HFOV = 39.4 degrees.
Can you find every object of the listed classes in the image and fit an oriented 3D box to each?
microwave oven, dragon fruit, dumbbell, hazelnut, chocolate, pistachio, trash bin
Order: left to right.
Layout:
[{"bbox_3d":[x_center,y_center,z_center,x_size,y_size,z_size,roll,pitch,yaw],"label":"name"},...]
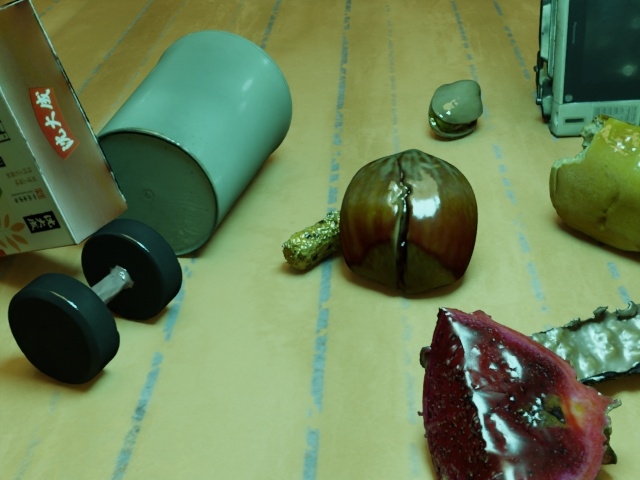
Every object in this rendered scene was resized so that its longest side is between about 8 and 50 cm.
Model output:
[{"bbox_3d":[-0.311,0.080,1.255,0.152,0.153,0.218,9,32,23],"label":"dumbbell"},{"bbox_3d":[-0.225,-0.188,1.597,0.280,0.280,0.432,3,34,15],"label":"trash bin"},{"bbox_3d":[0.131,-0.032,1.352,0.212,0.181,0.181,5,29,15],"label":"hazelnut"},{"bbox_3d":[0.274,-0.269,1.820,0.113,0.113,0.149,15,34,32],"label":"pistachio"},{"bbox_3d":[0.226,0.216,0.980,0.211,0.134,0.262,3,44,-10],"label":"dragon fruit"},{"bbox_3d":[0.560,-0.445,1.794,0.247,0.395,0.333,1,30,10],"label":"microwave oven"},{"bbox_3d":[0.397,0.132,1.141,0.329,0.065,0.102,-12,62,-13],"label":"chocolate"}]

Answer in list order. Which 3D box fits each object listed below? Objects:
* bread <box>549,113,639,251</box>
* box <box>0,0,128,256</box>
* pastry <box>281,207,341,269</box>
[{"bbox_3d":[0.511,-0.069,1.353,0.148,0.195,0.344,-6,22,-45],"label":"bread"},{"bbox_3d":[-0.532,-0.152,1.397,0.385,0.345,0.122,-7,24,38],"label":"box"},{"bbox_3d":[0.000,0.000,1.428,0.140,0.080,0.056,-30,65,-26],"label":"pastry"}]
